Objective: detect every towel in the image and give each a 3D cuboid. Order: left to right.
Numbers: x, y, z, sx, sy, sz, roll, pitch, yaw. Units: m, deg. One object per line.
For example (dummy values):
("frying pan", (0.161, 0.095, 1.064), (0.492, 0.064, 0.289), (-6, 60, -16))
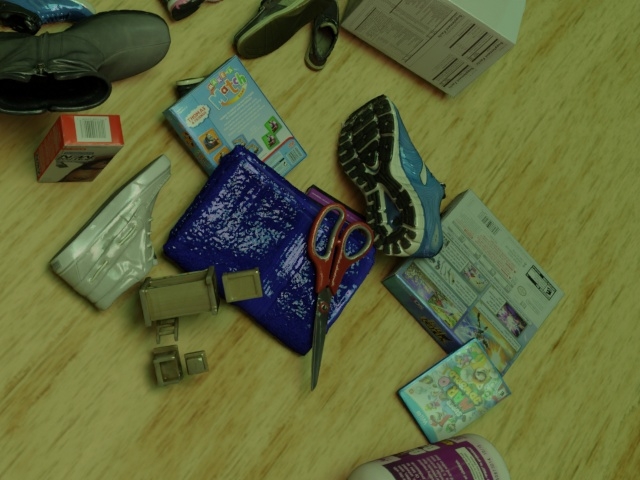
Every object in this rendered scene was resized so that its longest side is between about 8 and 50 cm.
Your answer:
("towel", (-0.075, 0.016, 1.871), (0.308, 0.076, 0.228), (37, 76, -14))

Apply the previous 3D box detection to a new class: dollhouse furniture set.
("dollhouse furniture set", (-0.172, 0.127, 1.784), (0.181, 0.101, 0.161), (-9, 101, 0))

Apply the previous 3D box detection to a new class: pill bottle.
("pill bottle", (0.143, 0.419, 1.830), (0.301, 0.169, 0.169), (-10, 79, -30))

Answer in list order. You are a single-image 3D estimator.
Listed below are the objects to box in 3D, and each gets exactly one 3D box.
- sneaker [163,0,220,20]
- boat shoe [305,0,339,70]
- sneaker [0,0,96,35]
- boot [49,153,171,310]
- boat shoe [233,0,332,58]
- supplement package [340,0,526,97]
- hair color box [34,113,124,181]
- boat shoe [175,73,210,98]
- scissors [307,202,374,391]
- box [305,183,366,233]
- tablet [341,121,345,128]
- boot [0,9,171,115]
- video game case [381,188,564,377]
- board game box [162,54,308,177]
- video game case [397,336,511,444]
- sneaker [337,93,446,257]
("sneaker", (-0.206, -0.454, 1.995), (0.178, 0.072, 0.077), (-34, 80, -37))
("boat shoe", (0.012, -0.381, 2.090), (0.056, 0.049, 0.152), (19, 66, -21))
("sneaker", (-0.440, -0.357, 1.846), (0.152, 0.058, 0.085), (15, 62, -18))
("boot", (-0.295, -0.010, 1.801), (0.123, 0.095, 0.258), (46, 68, -14))
("boat shoe", (-0.073, -0.404, 2.046), (0.223, 0.080, 0.073), (-38, 64, -19))
("supplement package", (0.214, -0.442, 2.114), (0.262, 0.198, 0.199), (30, 54, -16))
("hair color box", (-0.369, -0.138, 1.749), (0.093, 0.167, 0.053), (-3, 77, -28))
("boat shoe", (-0.185, -0.263, 1.957), (0.133, 0.049, 0.042), (-20, 107, -36))
("scissors", (-0.002, 0.087, 1.855), (0.109, 0.021, 0.297), (24, 84, -22))
("box", (0.000, 0.000, 1.974), (0.116, 0.029, 0.162), (32, 61, -15))
("tablet", (0.066, -0.174, 2.077), (0.054, 0.006, 0.083), (2, 73, -26))
("boot", (-0.356, -0.258, 1.757), (0.338, 0.222, 0.118), (-17, 120, -23))
("video game case", (0.277, 0.085, 2.068), (0.269, 0.061, 0.244), (47, 59, -6))
("board game box", (-0.140, -0.177, 1.926), (0.160, 0.039, 0.211), (-44, 108, -26))
("video game case", (0.230, 0.261, 1.976), (0.166, 0.015, 0.119), (-34, 95, -9))
("sneaker", (0.133, -0.105, 2.019), (0.147, 0.129, 0.330), (22, 47, -49))
